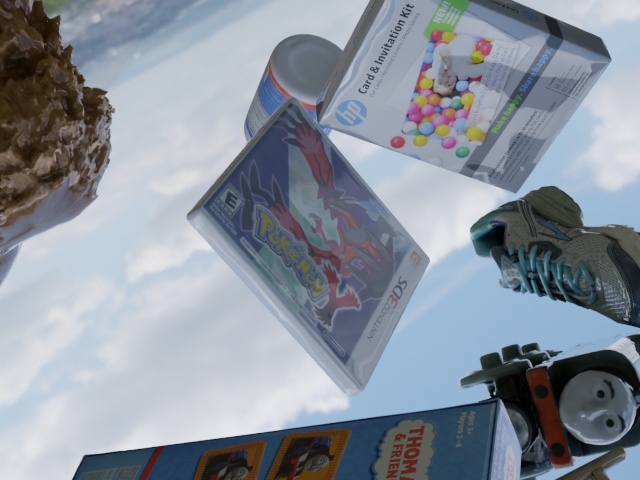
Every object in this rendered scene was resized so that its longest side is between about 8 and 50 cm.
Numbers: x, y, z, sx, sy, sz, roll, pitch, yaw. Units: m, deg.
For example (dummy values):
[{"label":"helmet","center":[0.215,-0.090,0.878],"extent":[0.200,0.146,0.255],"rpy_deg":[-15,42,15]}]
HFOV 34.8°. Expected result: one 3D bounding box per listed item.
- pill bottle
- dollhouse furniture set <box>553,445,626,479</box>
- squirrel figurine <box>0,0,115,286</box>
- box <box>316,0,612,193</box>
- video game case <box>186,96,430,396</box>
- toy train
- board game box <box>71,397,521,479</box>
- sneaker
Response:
[{"label":"pill bottle","center":[-0.040,-0.181,1.476],"extent":[0.124,0.124,0.221],"rpy_deg":[-38,167,-34]},{"label":"dollhouse furniture set","center":[0.224,0.280,0.769],"extent":[0.161,0.212,0.242],"rpy_deg":[-20,158,-24]},{"label":"squirrel figurine","center":[-0.386,-0.125,0.836],"extent":[0.397,0.370,0.281],"rpy_deg":[-35,169,6]},{"label":"box","center":[0.110,-0.126,0.810],"extent":[0.038,0.186,0.145],"rpy_deg":[-92,-154,-50]},{"label":"video game case","center":[0.000,0.000,0.862],"extent":[0.023,0.201,0.183],"rpy_deg":[-29,-162,40]},{"label":"toy train","center":[0.274,0.165,1.083],"extent":[0.190,0.142,0.334],"rpy_deg":[-19,171,23]},{"label":"board game box","center":[-0.032,0.143,0.405],"extent":[0.212,0.039,0.160],"rpy_deg":[-13,-149,23]},{"label":"sneaker","center":[0.255,0.032,1.098],"extent":[0.122,0.110,0.283],"rpy_deg":[-17,-158,-13]}]
